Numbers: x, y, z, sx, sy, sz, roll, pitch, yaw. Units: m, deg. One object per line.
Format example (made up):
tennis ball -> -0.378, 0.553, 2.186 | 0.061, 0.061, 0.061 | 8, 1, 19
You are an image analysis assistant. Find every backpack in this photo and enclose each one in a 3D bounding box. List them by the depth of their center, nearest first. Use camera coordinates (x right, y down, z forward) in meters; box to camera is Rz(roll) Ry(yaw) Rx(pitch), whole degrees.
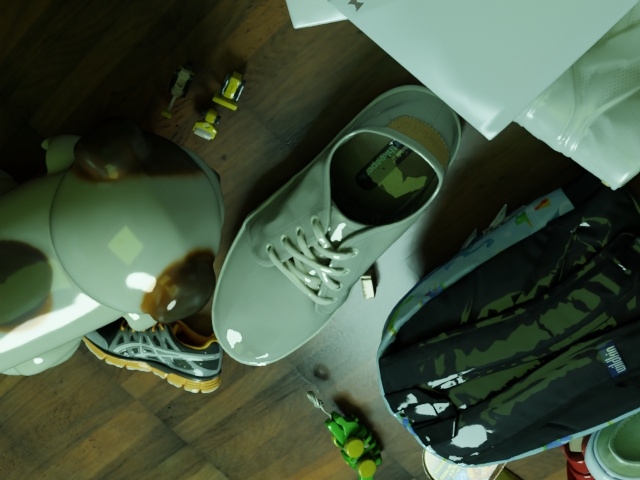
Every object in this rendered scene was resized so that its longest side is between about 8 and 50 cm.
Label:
backpack -> 0.237, 0.112, 1.166 | 0.355, 0.273, 0.290 | -36, 101, 2

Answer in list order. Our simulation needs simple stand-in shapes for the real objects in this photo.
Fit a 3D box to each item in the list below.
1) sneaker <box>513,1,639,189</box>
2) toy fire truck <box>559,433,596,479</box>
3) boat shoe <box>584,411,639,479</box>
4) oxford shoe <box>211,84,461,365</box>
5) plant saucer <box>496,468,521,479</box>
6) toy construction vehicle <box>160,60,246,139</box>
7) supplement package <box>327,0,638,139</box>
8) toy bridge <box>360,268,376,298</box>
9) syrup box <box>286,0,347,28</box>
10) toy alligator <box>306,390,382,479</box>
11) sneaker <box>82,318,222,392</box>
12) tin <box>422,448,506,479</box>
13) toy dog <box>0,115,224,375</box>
sneaker -> 0.339, -0.189, 0.976 | 0.169, 0.108, 0.292 | 40, 98, 11
toy fire truck -> 0.401, 0.241, 1.270 | 0.217, 0.158, 0.246 | -22, 123, 25
boat shoe -> 0.444, 0.188, 1.163 | 0.302, 0.109, 0.094 | -27, 152, -12
oxford shoe -> 0.000, 0.000, 1.208 | 0.169, 0.130, 0.449 | 37, 118, -9
plant saucer -> 0.272, 0.527, 1.500 | 0.333, 0.081, 0.332 | 35, 122, -7
toy construction vehicle -> -0.144, -0.177, 1.217 | 0.086, 0.035, 0.098 | 21, 127, -11
supplement package -> 0.166, -0.271, 0.937 | 0.198, 0.262, 0.199 | 39, 122, -10
toy bridge -> -0.022, 0.049, 1.320 | 0.188, 0.026, 0.063 | -2, 117, 16
syrup box -> -0.004, -0.351, 1.034 | 0.093, 0.096, 0.236 | -7, 117, 18
toy alligator -> 0.045, 0.278, 1.429 | 0.051, 0.056, 0.189 | -35, 111, -15
sneaker -> -0.235, 0.141, 1.409 | 0.215, 0.084, 0.083 | 18, 109, 0
tin -> 0.213, 0.272, 1.372 | 0.106, 0.040, 0.189 | 29, 118, 5
toy dog -> -0.293, -0.003, 1.153 | 0.408, 0.395, 0.284 | -19, 91, 29
